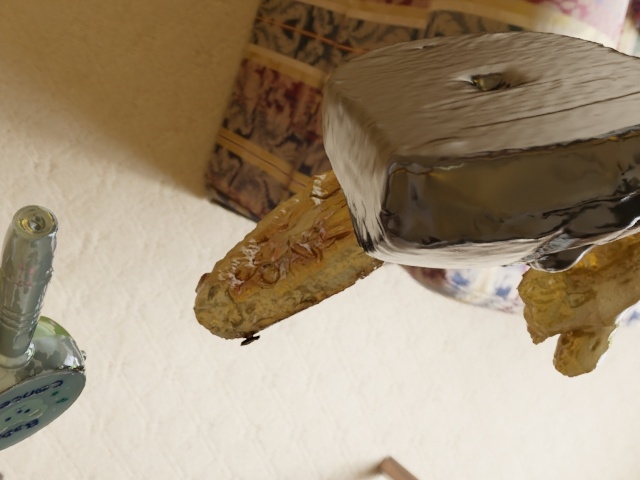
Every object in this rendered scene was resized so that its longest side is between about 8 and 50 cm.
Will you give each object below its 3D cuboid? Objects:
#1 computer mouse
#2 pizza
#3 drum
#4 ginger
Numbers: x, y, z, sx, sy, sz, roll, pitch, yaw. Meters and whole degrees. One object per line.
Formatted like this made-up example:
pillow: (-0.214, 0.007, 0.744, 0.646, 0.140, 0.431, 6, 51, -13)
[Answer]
computer mouse: (0.076, -0.033, 0.447, 0.138, 0.269, 0.086, -13, 108, -5)
pizza: (0.000, 0.000, 0.680, 0.182, 0.161, 0.062, -36, 110, -26)
drum: (-0.182, 0.060, 0.664, 0.130, 0.049, 0.253, -14, 151, -48)
ginger: (0.305, -0.002, 0.909, 0.299, 0.065, 0.118, -38, 115, 0)
